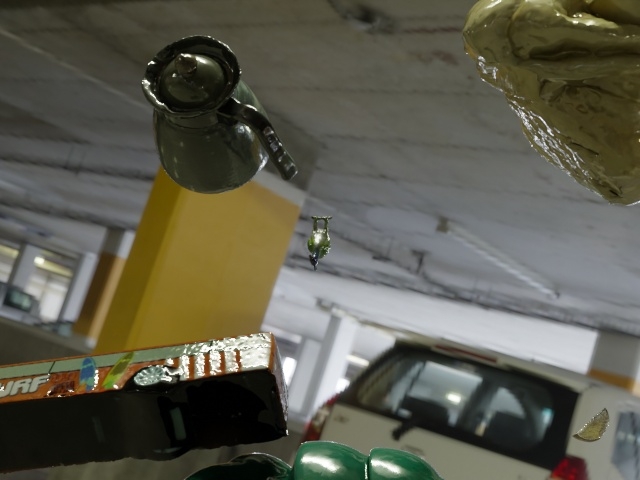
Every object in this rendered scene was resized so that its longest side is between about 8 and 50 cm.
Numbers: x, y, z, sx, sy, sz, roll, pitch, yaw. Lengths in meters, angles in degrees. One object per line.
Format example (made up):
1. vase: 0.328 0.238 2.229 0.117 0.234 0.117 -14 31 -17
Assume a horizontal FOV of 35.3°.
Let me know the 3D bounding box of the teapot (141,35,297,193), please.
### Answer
1. teapot: -0.202 -0.213 1.819 0.223 0.305 0.285 -23 -31 -5

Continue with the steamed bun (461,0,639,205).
1. steamed bun: 0.347 -0.214 1.273 0.372 0.230 0.325 42 4 -28

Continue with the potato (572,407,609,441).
1. potato: 0.496 0.347 1.831 0.036 0.093 0.037 48 -36 18

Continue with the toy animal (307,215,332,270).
1. toy animal: 0.001 -0.016 1.789 0.041 0.075 0.217 4 19 3

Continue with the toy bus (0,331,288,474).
1. toy bus: -0.235 0.166 0.972 0.409 0.093 0.092 -7 26 7

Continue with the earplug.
1. earplug: -0.003 0.261 0.914 0.280 0.163 0.257 -10 -16 0
